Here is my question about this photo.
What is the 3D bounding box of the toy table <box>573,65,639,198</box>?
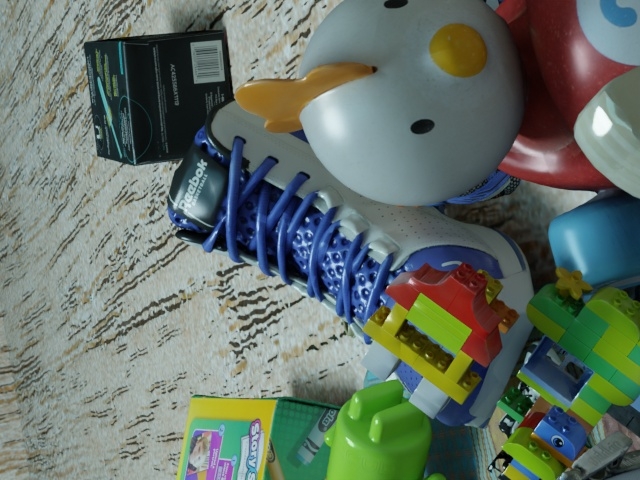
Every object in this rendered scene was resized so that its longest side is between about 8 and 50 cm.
[{"bbox_3d":[0.213,-0.019,0.483,0.161,0.252,0.274,57,140,15],"label":"toy table"}]

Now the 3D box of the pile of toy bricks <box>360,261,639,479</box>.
[{"bbox_3d":[0.138,0.065,0.778,0.212,0.118,0.105,36,129,10],"label":"pile of toy bricks"}]

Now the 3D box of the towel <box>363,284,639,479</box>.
[{"bbox_3d":[0.132,0.180,1.015,0.370,0.040,0.271,150,108,-67],"label":"towel"}]

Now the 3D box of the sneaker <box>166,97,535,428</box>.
[{"bbox_3d":[0.000,-0.001,1.030,0.315,0.182,0.127,-119,40,-51],"label":"sneaker"}]

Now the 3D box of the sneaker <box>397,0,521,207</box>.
[{"bbox_3d":[0.096,-0.124,0.943,0.083,0.087,0.221,-53,-28,-82],"label":"sneaker"}]

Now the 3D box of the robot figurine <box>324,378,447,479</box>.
[{"bbox_3d":[0.040,0.152,1.089,0.101,0.067,0.115,41,136,40],"label":"robot figurine"}]

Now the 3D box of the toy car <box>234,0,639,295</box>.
[{"bbox_3d":[0.080,-0.082,0.765,0.210,0.238,0.219,145,113,-67],"label":"toy car"}]

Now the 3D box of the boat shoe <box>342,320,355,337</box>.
[{"bbox_3d":[0.016,0.021,1.233,0.153,0.048,0.056,-120,30,-43],"label":"boat shoe"}]

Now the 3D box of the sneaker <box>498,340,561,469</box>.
[{"bbox_3d":[0.123,0.101,0.919,0.032,0.037,0.083,-159,65,-66],"label":"sneaker"}]

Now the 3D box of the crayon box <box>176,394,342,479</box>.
[{"bbox_3d":[-0.065,0.273,1.341,0.165,0.081,0.278,-8,70,59],"label":"crayon box"}]

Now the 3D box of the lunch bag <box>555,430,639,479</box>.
[{"bbox_3d":[0.167,0.227,0.650,0.115,0.243,0.303,-2,97,55],"label":"lunch bag"}]

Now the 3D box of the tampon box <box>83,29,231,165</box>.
[{"bbox_3d":[-0.160,-0.141,1.541,0.161,0.102,0.120,-163,66,-68],"label":"tampon box"}]
